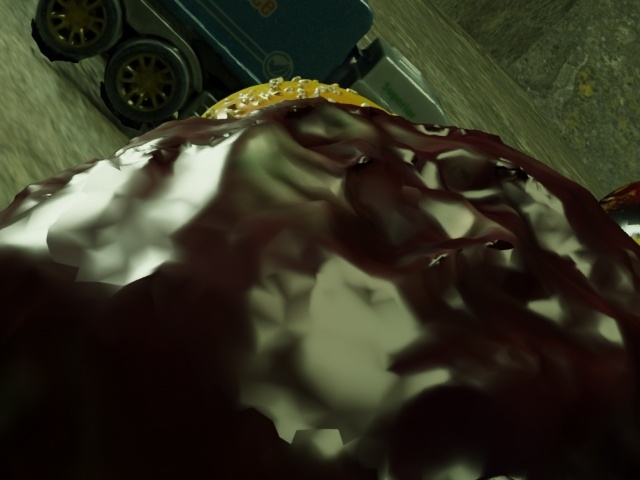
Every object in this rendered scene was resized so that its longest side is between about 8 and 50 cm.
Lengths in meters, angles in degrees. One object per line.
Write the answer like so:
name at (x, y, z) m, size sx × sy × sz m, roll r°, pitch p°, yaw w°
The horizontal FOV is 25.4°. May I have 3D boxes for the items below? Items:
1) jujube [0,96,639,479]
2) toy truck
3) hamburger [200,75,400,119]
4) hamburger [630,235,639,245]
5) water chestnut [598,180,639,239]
jujube at (0.018, 0.077, 0.497) m, size 0.258 × 0.258 × 0.377 m, roll 51°, pitch 27°, yaw 19°
toy truck at (-0.062, -0.142, 0.990) m, size 0.367 × 0.175 × 0.146 m, roll 44°, pitch 12°, yaw -13°
hamburger at (0.000, 0.000, 0.821) m, size 0.210 × 0.173 × 0.116 m, roll 56°, pitch -20°, yaw 31°
hamburger at (0.204, 0.032, 1.257) m, size 0.214 × 0.108 × 0.214 m, roll 16°, pitch 6°, yaw -2°
water chestnut at (0.411, 0.065, 1.633) m, size 0.289 × 0.289 × 0.244 m, roll 46°, pitch 19°, yaw -1°
